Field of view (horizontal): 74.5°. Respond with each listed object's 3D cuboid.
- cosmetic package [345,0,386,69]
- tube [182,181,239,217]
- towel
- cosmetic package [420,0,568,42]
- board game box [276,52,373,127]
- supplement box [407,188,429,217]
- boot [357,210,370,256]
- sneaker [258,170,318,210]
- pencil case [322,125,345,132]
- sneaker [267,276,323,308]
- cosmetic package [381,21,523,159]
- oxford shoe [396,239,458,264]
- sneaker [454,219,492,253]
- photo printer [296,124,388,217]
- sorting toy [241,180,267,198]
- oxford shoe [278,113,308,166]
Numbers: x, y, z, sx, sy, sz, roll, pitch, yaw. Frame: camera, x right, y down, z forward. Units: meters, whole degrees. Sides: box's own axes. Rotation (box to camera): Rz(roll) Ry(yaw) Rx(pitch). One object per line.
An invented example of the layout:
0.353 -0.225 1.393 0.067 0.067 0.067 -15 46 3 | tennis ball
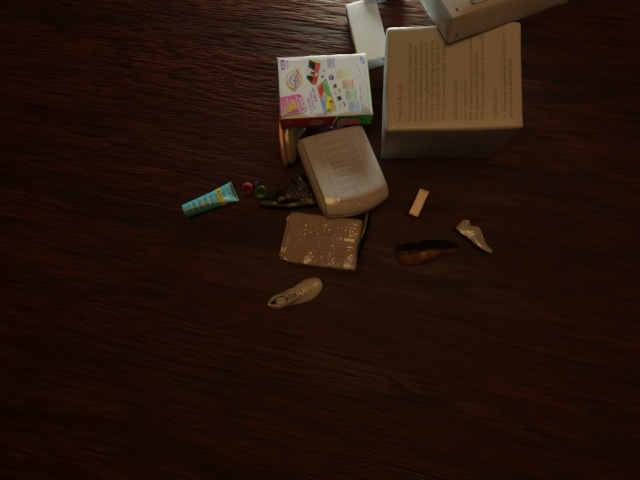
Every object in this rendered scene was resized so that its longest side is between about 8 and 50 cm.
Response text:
0.174 -0.759 1.555 0.117 0.085 0.231 -12 86 6 | cosmetic package
-0.422 -0.150 1.610 0.207 0.052 0.080 -22 94 0 | tube
0.000 0.000 1.463 0.282 0.049 0.187 6 75 18 | towel
0.491 -0.762 1.230 0.377 0.097 0.284 -20 68 -2 | cosmetic package
0.012 -0.519 1.458 0.317 0.064 0.242 -3 77 -2 | board game box
0.348 -0.130 1.495 0.036 0.062 0.098 24 90 9 | supplement box
0.071 -0.024 1.514 0.179 0.085 0.236 18 87 11 | boot
-0.118 -0.180 1.551 0.228 0.087 0.130 -7 83 4 | sneaker
0.089 -0.480 1.548 0.206 0.088 0.086 -54 45 1 | pencil case
-0.091 0.197 1.513 0.212 0.094 0.080 -26 82 5 | sneaker
0.404 -0.465 1.379 0.394 0.327 0.329 1 86 7 | cosmetic package
0.378 0.046 1.486 0.212 0.076 0.076 -7 115 5 | oxford shoe
0.544 -0.014 1.466 0.152 0.054 0.061 43 89 9 | sneaker
0.083 -0.234 1.473 0.256 0.107 0.307 -18 76 -14 | photo printer
-0.246 -0.195 1.594 0.102 0.042 0.061 16 104 -3 | sorting toy
-0.068 -0.462 1.539 0.147 0.140 0.396 7 88 3 | oxford shoe
